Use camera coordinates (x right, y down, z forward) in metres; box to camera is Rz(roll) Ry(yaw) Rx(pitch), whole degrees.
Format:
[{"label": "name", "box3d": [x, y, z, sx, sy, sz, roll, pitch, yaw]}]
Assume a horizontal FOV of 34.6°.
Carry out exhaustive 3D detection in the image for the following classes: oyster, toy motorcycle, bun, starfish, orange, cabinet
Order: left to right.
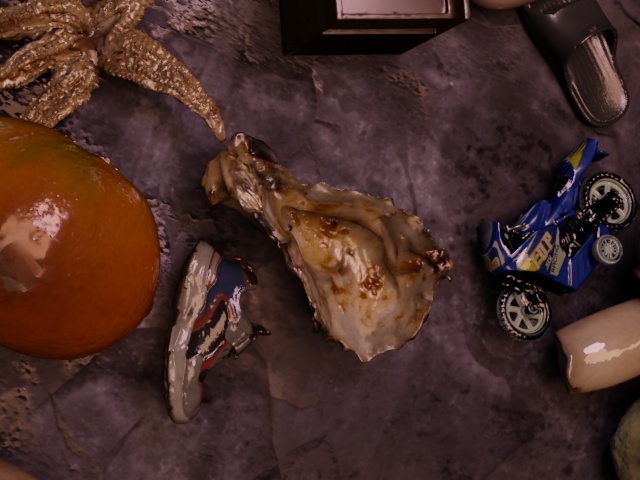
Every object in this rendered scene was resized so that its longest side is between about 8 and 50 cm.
[{"label": "orange", "box3d": [-0.349, 0.000, 1.201, 0.310, 0.274, 0.274, 39, 77, 14]}, {"label": "starfish", "box3d": [-0.301, -0.211, 1.245, 0.293, 0.084, 0.301, -22, 94, -14]}, {"label": "oyster", "box3d": [-0.005, 0.007, 1.277, 0.337, 0.133, 0.198, 36, 75, -15]}, {"label": "cabinet", "box3d": [0.060, -0.325, 1.292, 0.175, 0.215, 0.148, -4, 91, -18]}, {"label": "toy motorcycle", "box3d": [0.321, -0.010, 1.433, 0.169, 0.113, 0.315, 44, 68, -3]}, {"label": "bun", "box3d": [0.495, 0.310, 1.479, 0.195, 0.118, 0.195, -2, 94, -22]}]

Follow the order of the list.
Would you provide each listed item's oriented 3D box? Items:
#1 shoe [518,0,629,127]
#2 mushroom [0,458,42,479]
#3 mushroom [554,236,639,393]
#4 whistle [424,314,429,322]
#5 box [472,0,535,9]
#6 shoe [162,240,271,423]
[{"label": "shoe", "box3d": [0.380, -0.277, 1.462, 0.108, 0.093, 0.241, -32, 100, -14]}, {"label": "mushroom", "box3d": [-0.407, 0.411, 1.090, 0.362, 0.294, 0.362, 0, 90, -16]}, {"label": "mushroom", "box3d": [0.483, 0.104, 1.410, 0.336, 0.314, 0.314, -18, 95, 7]}, {"label": "whistle", "box3d": [0.067, 0.072, 1.386, 0.176, 0.033, 0.033, 23, 83, -17]}, {"label": "box", "box3d": [0.273, -0.396, 1.414, 0.200, 0.088, 0.146, -25, 68, -16]}, {"label": "shoe", "box3d": [-0.129, 0.119, 1.286, 0.125, 0.099, 0.227, 11, 82, -15]}]
